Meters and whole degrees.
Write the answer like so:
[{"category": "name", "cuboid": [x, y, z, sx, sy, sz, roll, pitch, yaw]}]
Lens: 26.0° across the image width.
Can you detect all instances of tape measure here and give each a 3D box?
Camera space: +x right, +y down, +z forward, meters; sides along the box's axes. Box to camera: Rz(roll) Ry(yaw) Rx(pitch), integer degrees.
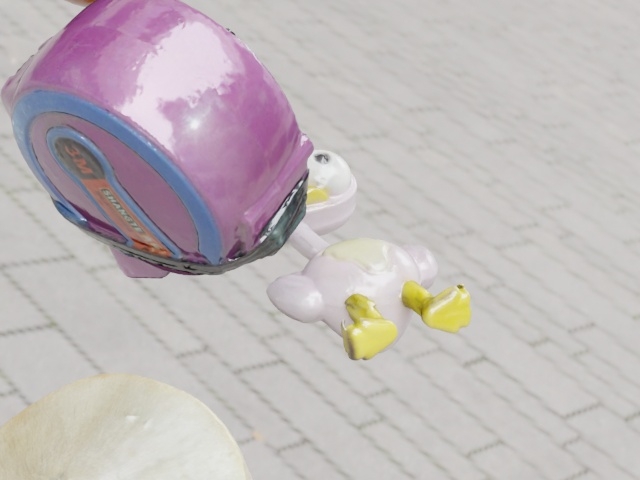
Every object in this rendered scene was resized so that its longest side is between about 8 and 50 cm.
[{"category": "tape measure", "cuboid": [-0.132, -0.081, 1.099, 0.245, 0.231, 0.149, 2, 45, 46]}]

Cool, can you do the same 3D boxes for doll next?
[{"category": "doll", "cuboid": [0.000, 0.001, 1.286, 0.160, 0.094, 0.365, -14, 36, -20]}]

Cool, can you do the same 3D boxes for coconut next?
[{"category": "coconut", "cuboid": [-0.267, 0.367, 1.767, 0.415, 0.415, 0.345, -6, 57, -48]}]

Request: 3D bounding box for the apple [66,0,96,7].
[{"category": "apple", "cuboid": [-0.222, -0.354, 1.388, 0.272, 0.251, 0.206, 47, 32, -61]}]
